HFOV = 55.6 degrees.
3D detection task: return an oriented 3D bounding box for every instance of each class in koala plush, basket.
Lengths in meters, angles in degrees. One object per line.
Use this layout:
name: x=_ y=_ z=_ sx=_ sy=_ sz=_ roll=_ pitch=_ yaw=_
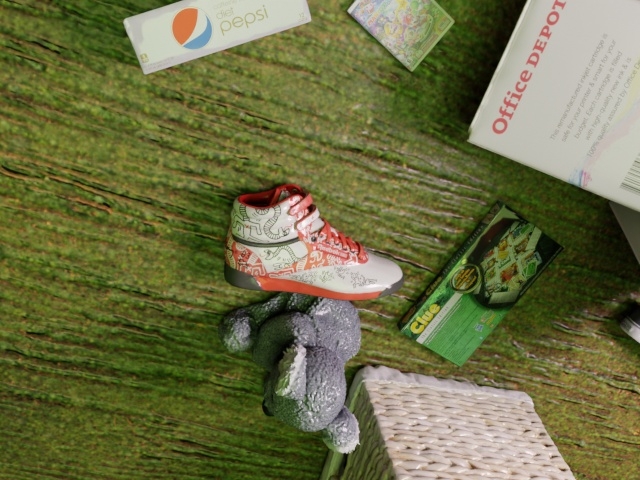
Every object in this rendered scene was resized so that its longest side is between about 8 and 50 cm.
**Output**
koala plush: x=-0.022 y=0.185 z=0.871 sx=0.203 sy=0.221 sz=0.196 roll=-31 pitch=112 yaw=4
basket: x=0.186 y=0.425 z=0.978 sx=0.332 sy=0.266 sz=0.328 roll=12 pitch=110 yaw=-11

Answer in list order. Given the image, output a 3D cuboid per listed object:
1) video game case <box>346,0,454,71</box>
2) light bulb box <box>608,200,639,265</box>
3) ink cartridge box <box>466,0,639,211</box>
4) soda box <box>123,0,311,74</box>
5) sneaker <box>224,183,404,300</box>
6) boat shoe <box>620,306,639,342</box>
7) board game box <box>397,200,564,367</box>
video game case: x=0.108 y=-0.299 z=0.810 sx=0.122 sy=0.011 sz=0.087 roll=37 pitch=103 yaw=-20
light bulb box: x=0.635 y=0.001 z=0.775 sx=0.225 sy=0.357 sz=0.361 roll=36 pitch=123 yaw=-20
ink cartridge box: x=0.376 y=-0.177 z=0.768 sx=0.306 sy=0.131 sz=0.226 roll=26 pitch=112 yaw=11
soda box: x=-0.126 y=-0.274 z=0.751 sx=0.216 sy=0.074 sz=0.069 roll=-19 pitch=113 yaw=-1
sneaker: x=-0.001 y=0.000 z=0.872 sx=0.270 sy=0.090 sz=0.144 roll=4 pitch=113 yaw=-7
boat shoe: x=0.622 y=0.178 z=1.048 sx=0.229 sy=0.080 sz=0.076 roll=33 pitch=105 yaw=-11
board game box: x=0.254 y=0.075 z=0.974 sx=0.136 sy=0.030 sz=0.259 roll=32 pitch=104 yaw=-21
